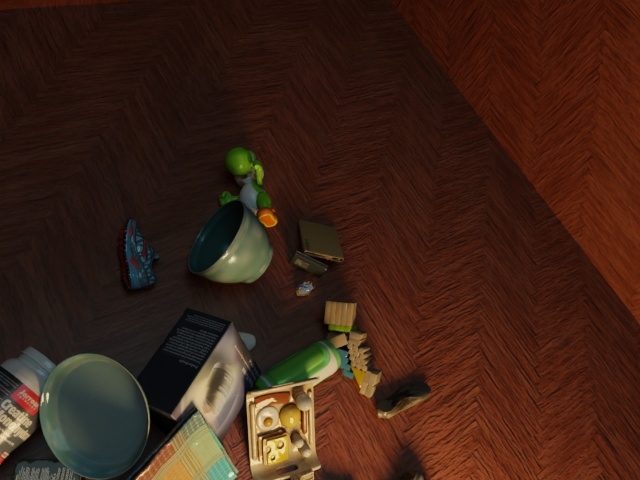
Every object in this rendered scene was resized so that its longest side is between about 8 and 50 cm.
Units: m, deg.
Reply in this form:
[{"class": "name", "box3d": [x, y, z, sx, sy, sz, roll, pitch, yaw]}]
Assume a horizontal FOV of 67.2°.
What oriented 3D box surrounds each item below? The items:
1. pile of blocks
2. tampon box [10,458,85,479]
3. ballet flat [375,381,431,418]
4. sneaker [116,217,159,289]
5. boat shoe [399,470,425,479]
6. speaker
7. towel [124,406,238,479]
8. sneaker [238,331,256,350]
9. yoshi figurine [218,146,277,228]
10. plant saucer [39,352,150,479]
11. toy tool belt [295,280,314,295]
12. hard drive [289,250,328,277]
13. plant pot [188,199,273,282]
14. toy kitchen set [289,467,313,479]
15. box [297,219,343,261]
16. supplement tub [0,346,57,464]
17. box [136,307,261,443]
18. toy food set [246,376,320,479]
[{"class": "pile of blocks", "box3d": [0.114, 0.384, 1.749, 0.112, 0.149, 0.362, 14, 56, -67]}, {"class": "tampon box", "box3d": [-0.705, 0.628, 1.251, 0.161, 0.120, 0.101, 9, 58, -17]}, {"class": "ballet flat", "box3d": [0.297, 0.578, 1.731, 0.250, 0.058, 0.084, -16, 33, -34]}, {"class": "sneaker", "box3d": [-0.620, 0.048, 1.649, 0.125, 0.104, 0.262, 5, 63, -40]}, {"class": "boat shoe", "box3d": [0.260, 0.895, 1.484, 0.130, 0.132, 0.355, 39, 56, 3]}, {"class": "speaker", "box3d": [-0.077, 0.447, 1.606, 0.296, 0.131, 0.131, -25, 74, -31]}, {"class": "towel", "box3d": [-0.358, 0.637, 1.263, 0.040, 0.370, 0.271, 20, 49, 31]}, {"class": "sneaker", "box3d": [-0.312, 0.331, 1.596, 0.212, 0.094, 0.080, 5, 59, -20]}, {"class": "yoshi figurine", "box3d": [-0.290, -0.213, 1.861, 0.203, 0.203, 0.362, -7, 62, -18]}, {"class": "plant saucer", "box3d": [-0.564, 0.438, 1.220, 0.317, 0.317, 0.044, 47, 12, 8]}, {"class": "toy tool belt", "box3d": [-0.052, 0.177, 1.814, 0.083, 0.051, 0.052, -16, 69, -29]}, {"class": "hard drive", "box3d": [-0.047, 0.092, 1.839, 0.135, 0.094, 0.022, 27, 61, -6]}, {"class": "plant pot", "box3d": [-0.292, 0.032, 1.687, 0.196, 0.293, 0.293, 37, 50, -32]}, {"class": "toy kitchen set", "box3d": [-0.045, 0.726, 1.453, 0.075, 0.083, 0.068, -12, 111, -23]}, {"class": "box", "box3d": [0.000, 0.000, 1.909, 0.164, 0.021, 0.201, 12, 35, -19]}, {"class": "supplement tub", "box3d": [-0.822, 0.437, 1.270, 0.191, 0.191, 0.272, 38, 55, 2]}, {"class": "box", "box3d": [-0.347, 0.412, 1.392, 0.183, 0.296, 0.294, 12, 52, 26]}, {"class": "toy food set", "box3d": [-0.104, 0.578, 1.468, 0.220, 0.092, 0.306, -5, 99, -24]}]
